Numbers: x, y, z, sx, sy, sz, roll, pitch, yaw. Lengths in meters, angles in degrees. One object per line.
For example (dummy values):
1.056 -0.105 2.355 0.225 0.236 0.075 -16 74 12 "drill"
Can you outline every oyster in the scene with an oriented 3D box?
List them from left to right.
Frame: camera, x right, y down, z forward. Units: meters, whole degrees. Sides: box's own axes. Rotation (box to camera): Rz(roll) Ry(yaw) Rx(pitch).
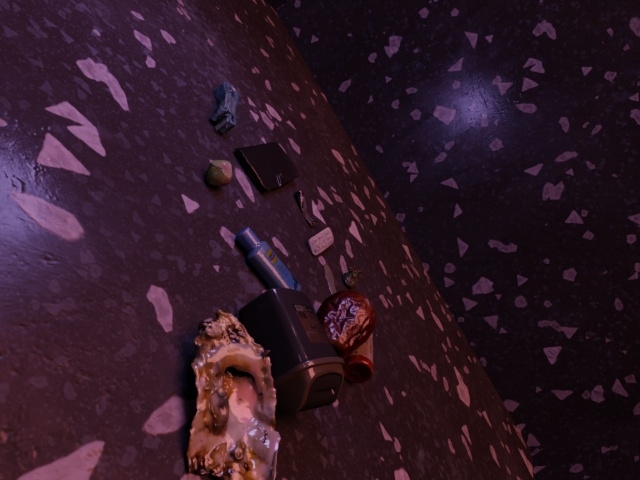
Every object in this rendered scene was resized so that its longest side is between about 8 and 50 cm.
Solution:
-0.181 0.319 0.875 0.201 0.107 0.354 15 57 -34 "oyster"

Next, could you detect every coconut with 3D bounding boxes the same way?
-0.307 -0.199 1.296 0.083 0.081 0.082 26 30 11 "coconut"

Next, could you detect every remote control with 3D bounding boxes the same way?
0.000 0.000 1.761 0.229 0.044 0.073 -36 110 -61 "remote control"

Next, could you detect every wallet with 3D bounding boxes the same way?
-0.203 -0.297 1.696 0.197 0.051 0.377 56 23 -4 "wallet"

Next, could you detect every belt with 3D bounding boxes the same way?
-0.357 -0.499 1.595 0.087 0.072 0.302 48 21 -37 "belt"

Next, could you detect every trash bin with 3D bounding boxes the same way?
-0.070 0.273 1.059 0.209 0.182 0.290 22 36 -56 "trash bin"

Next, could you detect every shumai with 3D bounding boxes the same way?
0.141 0.155 1.809 0.083 0.081 0.082 10 54 -65 "shumai"

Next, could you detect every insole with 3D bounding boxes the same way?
0.044 0.168 1.680 0.064 0.004 0.188 33 33 -47 "insole"

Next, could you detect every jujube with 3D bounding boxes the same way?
0.069 0.272 1.362 0.190 0.190 0.255 55 32 -10 "jujube"

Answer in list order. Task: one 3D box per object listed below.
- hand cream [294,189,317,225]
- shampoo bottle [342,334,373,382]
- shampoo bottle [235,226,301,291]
-0.063 -0.134 1.814 0.163 0.039 0.062 66 19 1 "hand cream"
0.129 0.354 1.484 0.104 0.104 0.278 51 22 -21 "shampoo bottle"
-0.157 0.072 1.284 0.258 0.061 0.103 53 22 -15 "shampoo bottle"
